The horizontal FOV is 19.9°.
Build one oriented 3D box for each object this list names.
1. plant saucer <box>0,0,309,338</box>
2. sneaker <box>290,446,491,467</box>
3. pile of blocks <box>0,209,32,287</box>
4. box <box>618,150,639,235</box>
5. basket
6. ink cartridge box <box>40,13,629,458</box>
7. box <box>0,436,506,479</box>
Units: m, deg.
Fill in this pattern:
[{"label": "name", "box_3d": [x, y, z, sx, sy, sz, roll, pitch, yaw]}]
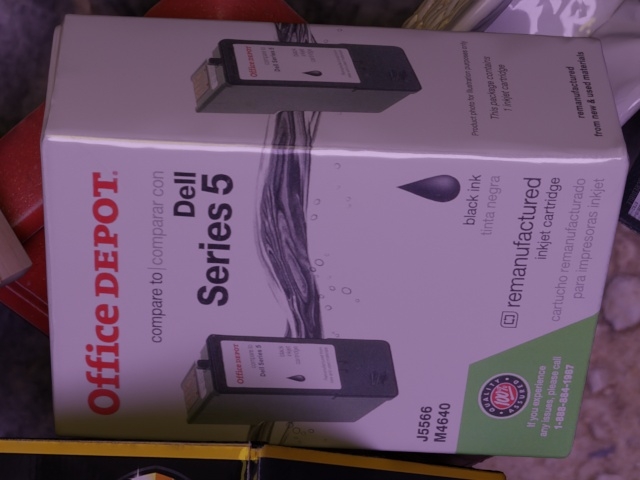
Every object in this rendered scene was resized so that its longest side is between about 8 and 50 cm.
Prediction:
[{"label": "plant saucer", "box_3d": [-0.056, 0.006, 1.028, 0.259, 0.048, 0.258, -37, 120, 23]}, {"label": "sneaker", "box_3d": [0.067, 0.127, 1.186, 0.188, 0.066, 0.071, -9, 130, 5]}, {"label": "pile of blocks", "box_3d": [-0.327, -0.061, 0.972, 0.362, 0.149, 0.112, 37, 149, -8]}, {"label": "box", "box_3d": [0.264, -0.109, 1.031, 0.059, 0.183, 0.233, 33, 110, 19]}, {"label": "basket", "box_3d": [0.129, -0.120, 1.055, 0.113, 0.103, 0.167, 40, 105, -19]}, {"label": "ink cartridge box", "box_3d": [0.000, 0.000, 0.921, 0.272, 0.115, 0.198, 2, 128, -2]}, {"label": "box", "box_3d": [-0.072, 0.153, 1.004, 0.257, 0.322, 0.079, -1, 81, 27]}]
